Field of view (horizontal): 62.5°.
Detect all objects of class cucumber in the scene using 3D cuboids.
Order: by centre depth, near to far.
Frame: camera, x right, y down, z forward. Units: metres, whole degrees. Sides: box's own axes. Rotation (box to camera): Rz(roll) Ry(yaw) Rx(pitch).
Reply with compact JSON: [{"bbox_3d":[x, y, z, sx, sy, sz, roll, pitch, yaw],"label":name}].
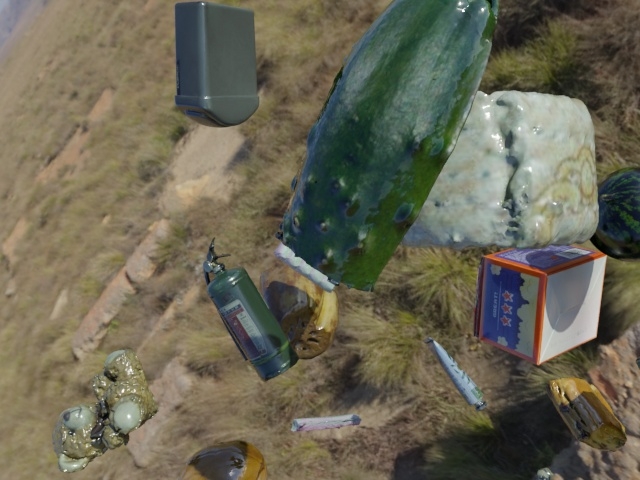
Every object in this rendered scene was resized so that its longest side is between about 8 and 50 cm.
[{"bbox_3d":[0.057,-0.108,0.525,0.325,0.105,0.145,-62,26,25],"label":"cucumber"}]

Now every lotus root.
[{"bbox_3d":[-0.060,0.240,1.704,0.316,0.316,0.250,-44,29,19],"label":"lotus root"}]

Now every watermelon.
[{"bbox_3d":[0.860,-0.070,1.451,0.269,0.269,0.268,-30,44,34],"label":"watermelon"}]

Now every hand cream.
[{"bbox_3d":[0.399,0.397,1.582,0.055,0.088,0.256,-38,77,-10],"label":"hand cream"}]

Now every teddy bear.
[{"bbox_3d":[-0.521,0.419,1.258,0.256,0.156,0.267,-28,35,-7],"label":"teddy bear"}]

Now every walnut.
[{"bbox_3d":[-0.217,0.531,1.165,0.207,0.167,0.167,-23,44,8],"label":"walnut"}]

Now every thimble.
[{"bbox_3d":[0.223,-0.087,0.715,0.292,0.292,0.195,-1,91,50],"label":"thimble"}]

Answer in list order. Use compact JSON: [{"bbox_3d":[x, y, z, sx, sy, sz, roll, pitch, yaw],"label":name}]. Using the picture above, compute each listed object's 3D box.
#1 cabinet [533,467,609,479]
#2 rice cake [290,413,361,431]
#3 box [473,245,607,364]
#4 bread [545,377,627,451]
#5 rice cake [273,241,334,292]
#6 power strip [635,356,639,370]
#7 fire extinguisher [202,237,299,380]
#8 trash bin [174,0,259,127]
[{"bbox_3d":[0.505,0.676,1.099,0.317,0.290,0.227,-57,33,15],"label":"cabinet"},{"bbox_3d":[0.028,0.704,2.032,0.081,0.291,0.051,-21,67,60],"label":"rice cake"},{"bbox_3d":[0.743,0.191,1.793,0.257,0.349,0.318,22,119,53],"label":"box"},{"bbox_3d":[0.766,0.486,1.507,0.099,0.235,0.210,-45,41,25],"label":"bread"},{"bbox_3d":[0.000,0.000,1.303,0.198,0.189,0.037,-55,-11,-16],"label":"rice cake"},{"bbox_3d":[0.864,0.351,1.214,0.139,0.140,0.224,-22,69,7],"label":"power strip"},{"bbox_3d":[-0.156,0.133,1.041,0.118,0.294,0.093,-24,9,42],"label":"fire extinguisher"},{"bbox_3d":[-0.209,-0.351,1.075,0.101,0.177,0.236,14,112,33],"label":"trash bin"}]
